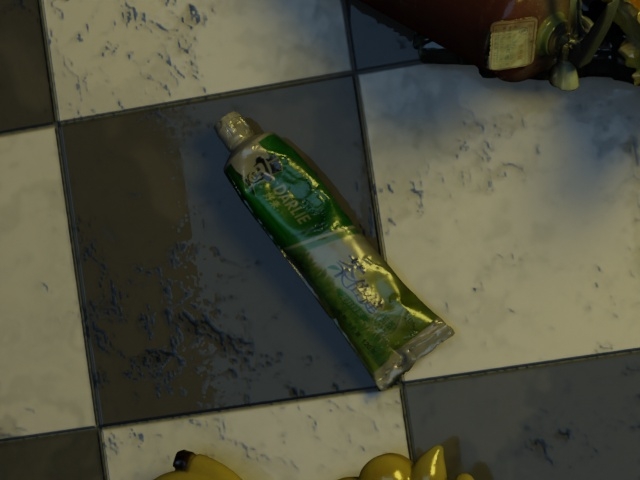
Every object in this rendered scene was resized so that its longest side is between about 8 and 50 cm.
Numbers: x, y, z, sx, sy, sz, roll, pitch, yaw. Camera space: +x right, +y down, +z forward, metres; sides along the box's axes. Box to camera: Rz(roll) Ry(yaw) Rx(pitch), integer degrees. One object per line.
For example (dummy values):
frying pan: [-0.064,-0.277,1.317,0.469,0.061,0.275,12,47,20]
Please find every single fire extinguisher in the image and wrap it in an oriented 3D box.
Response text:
fire extinguisher: [0.104,-0.190,1.371,0.269,0.105,0.105,34,95,34]

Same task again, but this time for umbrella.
umbrella: [0.187,-0.147,1.425,0.236,0.059,0.066,2,65,10]

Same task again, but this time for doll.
doll: [-0.020,0.214,1.438,0.291,0.086,0.117,-6,91,13]

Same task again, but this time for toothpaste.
toothpaste: [0.000,0.000,1.463,0.078,0.047,0.248,-39,84,9]

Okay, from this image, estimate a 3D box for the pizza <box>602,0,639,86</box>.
pizza: [0.266,-0.183,1.362,0.280,0.075,0.287,6,63,12]
